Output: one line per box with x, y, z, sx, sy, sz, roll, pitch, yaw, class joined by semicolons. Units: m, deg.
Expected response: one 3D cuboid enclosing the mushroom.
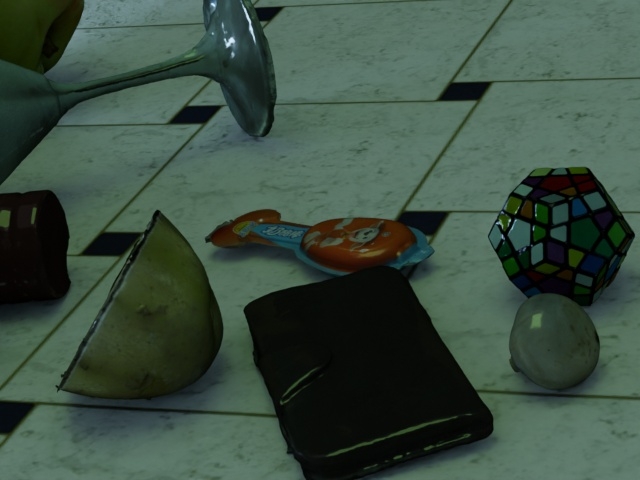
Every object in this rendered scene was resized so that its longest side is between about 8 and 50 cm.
0.190;0.090;1.570;0.085;0.085;0.079;-34;-7;-38;mushroom

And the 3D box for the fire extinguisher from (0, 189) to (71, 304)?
-0.427;0.024;1.907;0.337;0.135;0.114;-6;68;10;fire extinguisher

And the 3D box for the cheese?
0.000;0.000;1.850;0.256;0.037;0.106;11;32;36;cheese

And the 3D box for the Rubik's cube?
0.218;-0.003;1.683;0.112;0.133;0.133;30;42;17;Rubik's cube

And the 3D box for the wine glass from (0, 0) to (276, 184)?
-0.271;-0.162;2.078;0.406;0.267;0.267;-15;26;-19;wine glass

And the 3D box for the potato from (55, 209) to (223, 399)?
-0.144;0.075;1.670;0.117;0.182;0.202;27;8;-4;potato

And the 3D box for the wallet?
0.032;0.107;1.619;0.165;0.042;0.309;-13;26;-6;wallet

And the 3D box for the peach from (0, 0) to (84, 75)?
-0.470;-0.297;2.349;0.316;0.314;0.281;26;41;-13;peach
